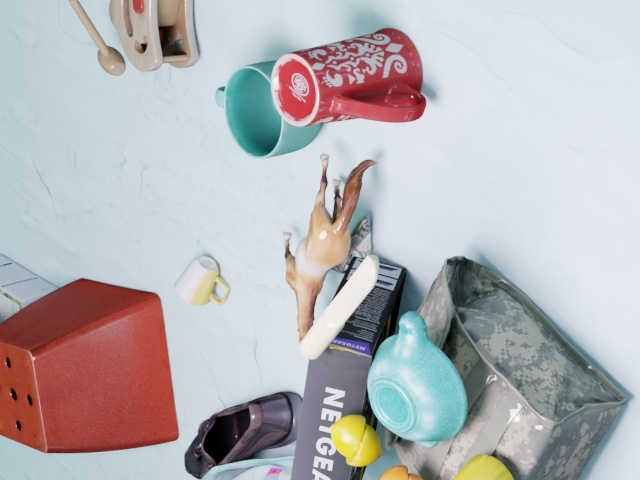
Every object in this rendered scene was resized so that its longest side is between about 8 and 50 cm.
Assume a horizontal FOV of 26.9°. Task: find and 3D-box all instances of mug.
[{"bbox_3d":[-0.064,-0.193,1.854,0.158,0.097,0.129,54,137,24],"label":"mug"},{"bbox_3d":[-0.184,0.061,2.125,0.064,0.078,0.062,-60,24,31],"label":"mug"},{"bbox_3d":[0.042,-0.200,1.670,0.150,0.169,0.113,7,107,49],"label":"mug"}]

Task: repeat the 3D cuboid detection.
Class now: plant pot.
[{"bbox_3d":[-0.430,0.234,2.321,0.267,0.235,0.267,7,108,48],"label":"plant pot"}]

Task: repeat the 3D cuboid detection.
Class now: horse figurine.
[{"bbox_3d":[0.000,0.000,1.817,0.263,0.066,0.175,121,155,-46],"label":"horse figurine"}]

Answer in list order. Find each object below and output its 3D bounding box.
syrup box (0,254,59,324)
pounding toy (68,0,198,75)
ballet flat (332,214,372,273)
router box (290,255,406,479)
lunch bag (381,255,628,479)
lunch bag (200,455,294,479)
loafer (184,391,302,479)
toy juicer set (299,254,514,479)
[{"bbox_3d":[-0.597,0.111,2.584,0.237,0.096,0.093,24,120,44],"label":"syrup box"},{"bbox_3d":[-0.273,-0.337,2.004,0.154,0.154,0.270,50,135,32],"label":"pounding toy"},{"bbox_3d":[0.049,0.008,1.843,0.041,0.041,0.114,57,138,20],"label":"ballet flat"},{"bbox_3d":[0.032,0.212,1.767,0.081,0.243,0.309,13,117,8],"label":"router box"},{"bbox_3d":[0.190,0.191,1.634,0.287,0.169,0.235,48,130,34],"label":"lunch bag"},{"bbox_3d":[-0.059,0.440,1.979,0.262,0.160,0.223,-17,105,39],"label":"lunch bag"},{"bbox_3d":[-0.144,0.304,2.102,0.302,0.095,0.109,-34,60,46],"label":"loafer"},{"bbox_3d":[0.085,0.179,1.555,0.209,0.089,0.329,-23,93,50],"label":"toy juicer set"}]
